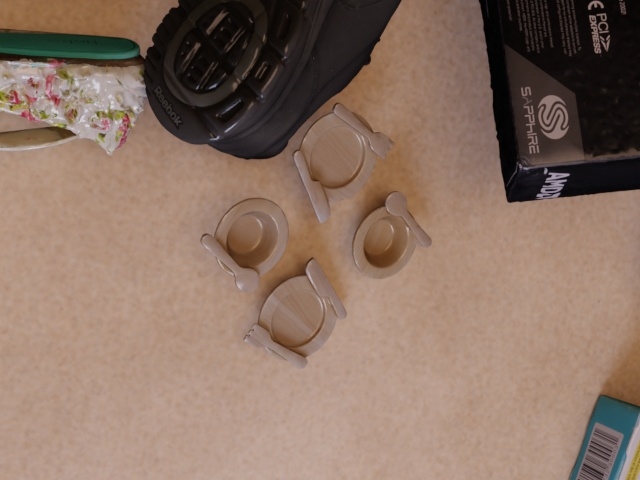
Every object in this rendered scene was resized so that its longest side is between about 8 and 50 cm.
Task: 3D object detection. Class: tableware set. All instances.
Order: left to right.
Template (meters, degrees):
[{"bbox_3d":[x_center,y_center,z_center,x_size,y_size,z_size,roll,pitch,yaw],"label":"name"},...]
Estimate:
[{"bbox_3d":[0.000,0.000,0.712,0.169,0.020,0.141,-44,125,-12],"label":"tableware set"}]

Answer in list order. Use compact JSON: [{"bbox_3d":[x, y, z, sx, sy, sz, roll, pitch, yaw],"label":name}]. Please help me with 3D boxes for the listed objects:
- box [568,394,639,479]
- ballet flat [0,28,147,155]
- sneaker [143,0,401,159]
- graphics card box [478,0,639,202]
[{"bbox_3d":[0.321,0.207,0.828,0.244,0.060,0.100,20,89,-18],"label":"box"},{"bbox_3d":[-0.222,-0.092,0.624,0.241,0.091,0.077,5,115,-14],"label":"ballet flat"},{"bbox_3d":[0.009,-0.171,0.662,0.286,0.130,0.109,-47,69,4],"label":"sneaker"},{"bbox_3d":[0.293,-0.160,0.679,0.371,0.094,0.233,-6,78,2],"label":"graphics card box"}]
